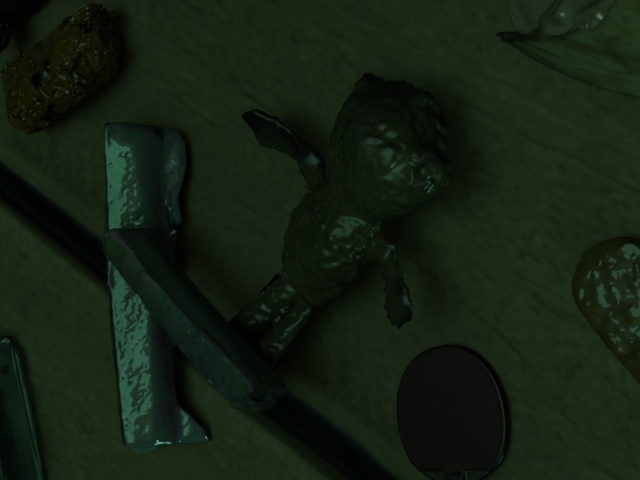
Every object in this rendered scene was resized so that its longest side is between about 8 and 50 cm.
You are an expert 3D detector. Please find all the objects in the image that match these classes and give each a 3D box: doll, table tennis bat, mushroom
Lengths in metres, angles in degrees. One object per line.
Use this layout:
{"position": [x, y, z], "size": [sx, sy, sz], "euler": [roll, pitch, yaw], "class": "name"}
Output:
{"position": [0.008, 0.010, 1.081], "size": [0.203, 0.091, 0.285], "euler": [29, 108, 51], "class": "doll"}
{"position": [0.101, 0.157, 1.064], "size": [0.095, 0.014, 0.158], "euler": [-8, 87, 35], "class": "table tennis bat"}
{"position": [0.230, -0.177, 0.833], "size": [0.254, 0.189, 0.195], "euler": [-179, 108, -77], "class": "mushroom"}

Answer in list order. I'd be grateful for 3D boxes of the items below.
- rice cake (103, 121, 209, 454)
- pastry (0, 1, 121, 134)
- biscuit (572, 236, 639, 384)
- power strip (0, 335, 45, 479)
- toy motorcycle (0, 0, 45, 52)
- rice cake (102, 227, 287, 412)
{"position": [-0.145, 0.041, 1.218], "size": [0.081, 0.051, 0.290], "euler": [-4, 92, 3], "class": "rice cake"}
{"position": [-0.229, -0.151, 1.258], "size": [0.140, 0.056, 0.080], "euler": [-22, 73, 41], "class": "pastry"}
{"position": [0.228, 0.060, 0.962], "size": [0.147, 0.018, 0.071], "euler": [52, 122, 20], "class": "biscuit"}
{"position": [-0.345, 0.196, 1.275], "size": [0.064, 0.198, 0.213], "euler": [-24, 78, 60], "class": "power strip"}
{"position": [-0.269, -0.249, 1.278], "size": [0.173, 0.058, 0.100], "euler": [-40, 64, 30], "class": "toy motorcycle"}
{"position": [-0.104, 0.057, 1.123], "size": [0.211, 0.043, 0.034], "euler": [46, 120, 29], "class": "rice cake"}
